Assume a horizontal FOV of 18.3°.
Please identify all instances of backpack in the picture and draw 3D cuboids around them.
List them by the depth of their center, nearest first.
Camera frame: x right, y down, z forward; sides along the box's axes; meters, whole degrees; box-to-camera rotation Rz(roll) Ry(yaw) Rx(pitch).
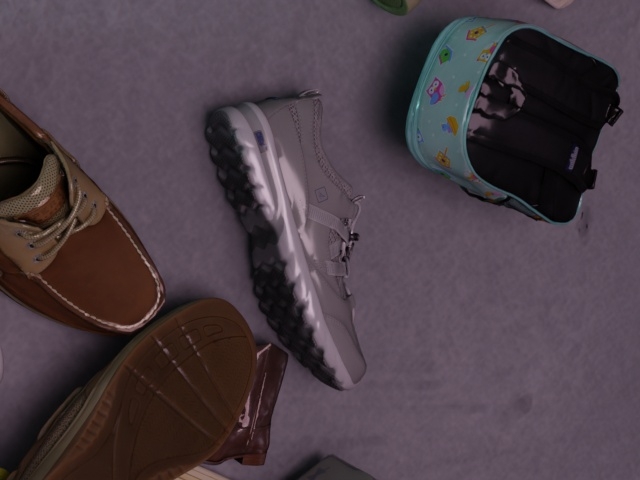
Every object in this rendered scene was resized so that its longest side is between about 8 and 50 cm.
[{"bbox_3d":[0.161,-0.118,1.781,0.188,0.144,0.166,21,91,-52],"label":"backpack"}]

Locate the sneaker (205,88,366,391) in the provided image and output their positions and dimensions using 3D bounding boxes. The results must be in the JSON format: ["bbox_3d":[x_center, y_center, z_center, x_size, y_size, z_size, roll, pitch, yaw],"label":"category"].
[{"bbox_3d":[0.000,0.000,1.747,0.115,0.105,0.281,-24,109,-21],"label":"sneaker"}]

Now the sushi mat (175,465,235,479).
[{"bbox_3d":[-0.111,0.285,1.794,0.316,0.019,0.151,28,85,-29],"label":"sushi mat"}]

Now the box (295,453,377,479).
[{"bbox_3d":[0.043,0.334,1.787,0.127,0.148,0.232,-36,113,-17],"label":"box"}]

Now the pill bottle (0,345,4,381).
[{"bbox_3d":[-0.373,0.102,1.564,0.221,0.121,0.121,-24,109,-22],"label":"pill bottle"}]

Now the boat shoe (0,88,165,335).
[{"bbox_3d":[-0.246,-0.033,1.604,0.324,0.120,0.122,45,79,-27],"label":"boat shoe"}]

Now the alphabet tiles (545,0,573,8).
[{"bbox_3d":[0.280,-0.330,1.780,0.278,0.021,0.284,-47,149,13],"label":"alphabet tiles"}]

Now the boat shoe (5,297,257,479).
[{"bbox_3d":[-0.182,0.171,1.665,0.341,0.110,0.121,-47,113,-37],"label":"boat shoe"}]

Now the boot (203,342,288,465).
[{"bbox_3d":[-0.081,0.142,1.771,0.106,0.037,0.114,6,100,-41],"label":"boot"}]

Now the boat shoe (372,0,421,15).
[{"bbox_3d":[0.029,-0.341,1.703,0.103,0.113,0.302,-43,126,-16],"label":"boat shoe"}]

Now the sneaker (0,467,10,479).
[{"bbox_3d":[-0.290,0.249,1.678,0.053,0.059,0.144,-34,132,-54],"label":"sneaker"}]
